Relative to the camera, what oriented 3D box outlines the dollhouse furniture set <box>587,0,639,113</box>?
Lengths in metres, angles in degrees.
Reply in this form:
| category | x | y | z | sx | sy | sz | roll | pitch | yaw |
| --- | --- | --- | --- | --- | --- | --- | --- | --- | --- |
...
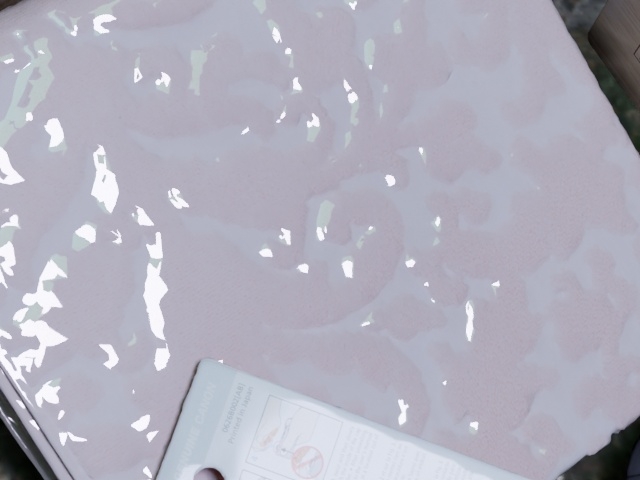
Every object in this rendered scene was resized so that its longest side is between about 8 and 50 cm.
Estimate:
| category | x | y | z | sx | sy | sz | roll | pitch | yaw |
| --- | --- | --- | --- | --- | --- | --- | --- | --- | --- |
| dollhouse furniture set | 0.278 | -0.107 | 0.850 | 0.259 | 0.262 | 0.135 | -23 | 70 | -23 |

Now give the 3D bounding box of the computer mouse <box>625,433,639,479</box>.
| category | x | y | z | sx | sy | sz | roll | pitch | yaw |
| --- | --- | --- | --- | --- | --- | --- | --- | --- | --- |
| computer mouse | 0.260 | 0.111 | 0.858 | 0.262 | 0.060 | 0.184 | -36 | 97 | -23 |

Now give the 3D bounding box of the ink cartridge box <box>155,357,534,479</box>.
| category | x | y | z | sx | sy | sz | roll | pitch | yaw |
| --- | --- | --- | --- | --- | --- | --- | --- | --- | --- |
| ink cartridge box | 0.008 | 0.148 | 0.725 | 0.179 | 0.045 | 0.145 | 21 | 74 | -3 |

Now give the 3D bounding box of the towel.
| category | x | y | z | sx | sy | sz | roll | pitch | yaw |
| --- | --- | --- | --- | --- | --- | --- | --- | --- | --- |
| towel | 0.000 | 0.000 | 0.783 | 0.332 | 0.053 | 0.317 | -35 | 98 | -26 |

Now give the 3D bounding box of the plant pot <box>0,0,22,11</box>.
| category | x | y | z | sx | sy | sz | roll | pitch | yaw |
| --- | --- | --- | --- | --- | --- | --- | --- | --- | --- |
| plant pot | -0.134 | -0.183 | 0.823 | 0.109 | 0.237 | 0.237 | 37 | 53 | -38 |
